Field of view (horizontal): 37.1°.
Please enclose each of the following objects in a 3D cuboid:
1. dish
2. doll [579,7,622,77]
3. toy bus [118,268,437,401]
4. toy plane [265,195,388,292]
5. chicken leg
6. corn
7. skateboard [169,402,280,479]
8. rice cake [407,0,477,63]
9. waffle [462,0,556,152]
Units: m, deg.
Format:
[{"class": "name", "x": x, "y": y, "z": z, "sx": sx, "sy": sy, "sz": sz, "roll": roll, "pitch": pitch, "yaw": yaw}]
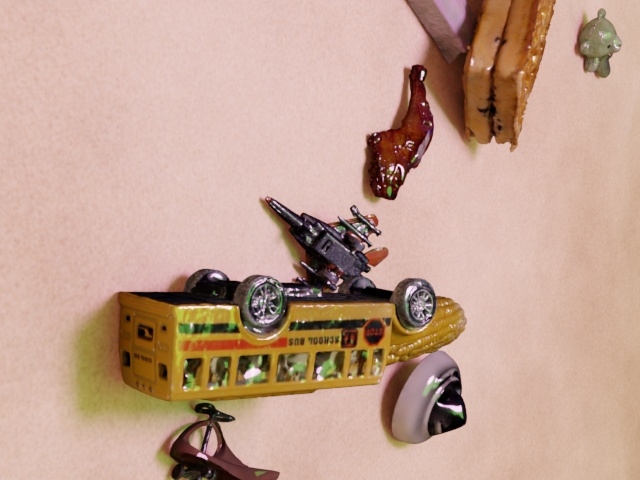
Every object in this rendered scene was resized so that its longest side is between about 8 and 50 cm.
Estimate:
[{"class": "dish", "x": 0.170, "y": 0.231, "z": 1.318, "sx": 0.141, "sy": 0.078, "sz": 0.141, "roll": -35, "pitch": 138, "yaw": -40}, {"class": "doll", "x": 0.547, "y": -0.374, "z": 1.834, "sx": 0.150, "sy": 0.077, "sz": 0.115, "roll": 34, "pitch": 76, "yaw": -62}, {"class": "toy bus", "x": -0.033, "y": 0.094, "z": 0.974, "sx": 0.335, "sy": 0.121, "sz": 0.123, "roll": 3, "pitch": 90, "yaw": -39}, {"class": "toy plane", "x": 0.002, "y": 0.002, "z": 1.123, "sx": 0.130, "sy": 0.061, "sz": 0.189, "roll": -51, "pitch": 135, "yaw": 2}, {"class": "chicken leg", "x": 0.113, "y": -0.141, "z": 1.280, "sx": 0.093, "sy": 0.053, "sz": 0.205, "roll": 47, "pitch": 51, "yaw": -27}, {"class": "corn", "x": 0.093, "y": 0.117, "z": 1.229, "sx": 0.320, "sy": 0.097, "sz": 0.097, "roll": -5, "pitch": 96, "yaw": -55}, {"class": "skateboard", "x": -0.098, "y": 0.230, "z": 1.009, "sx": 0.151, "sy": 0.067, "sz": 0.080, "roll": 42, "pitch": 50, "yaw": -42}, {"class": "rice cake", "x": 0.126, "y": -0.376, "z": 1.271, "sx": 0.365, "sy": 0.056, "sz": 0.072, "roll": 49, "pitch": 56, "yaw": -43}, {"class": "waffle", "x": 0.286, "y": -0.314, "z": 1.413, "sx": 0.213, "sy": 0.091, "sz": 0.308, "roll": 72, "pitch": 35, "yaw": -63}]
